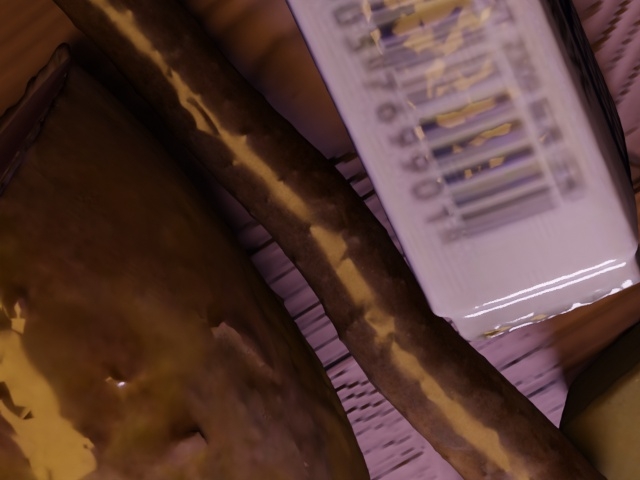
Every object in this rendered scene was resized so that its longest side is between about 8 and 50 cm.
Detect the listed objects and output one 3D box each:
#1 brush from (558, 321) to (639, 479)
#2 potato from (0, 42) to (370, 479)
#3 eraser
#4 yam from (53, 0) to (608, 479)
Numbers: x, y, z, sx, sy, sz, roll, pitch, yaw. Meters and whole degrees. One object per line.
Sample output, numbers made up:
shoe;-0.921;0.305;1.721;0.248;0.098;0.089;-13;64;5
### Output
brush;0.205;0.099;0.780;0.197;0.059;0.123;40;117;-12
potato;-0.071;0.096;0.726;0.266;0.229;0.229;42;113;-17
eraser;0.030;-0.114;0.657;0.081;0.124;0.279;-20;113;15
yam;0.000;0.000;0.733;0.045;0.045;0.327;-41;95;15
